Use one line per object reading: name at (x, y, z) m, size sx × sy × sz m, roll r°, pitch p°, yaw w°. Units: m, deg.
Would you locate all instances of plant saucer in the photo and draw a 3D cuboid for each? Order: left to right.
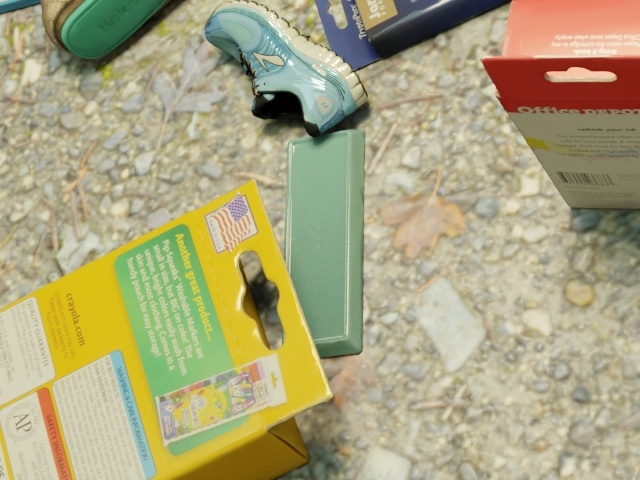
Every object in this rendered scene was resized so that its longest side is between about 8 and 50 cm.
plant saucer at (0.000, 0.000, 1.435) m, size 0.067 × 0.018 × 0.192 m, roll -9°, pitch 64°, yaw 21°

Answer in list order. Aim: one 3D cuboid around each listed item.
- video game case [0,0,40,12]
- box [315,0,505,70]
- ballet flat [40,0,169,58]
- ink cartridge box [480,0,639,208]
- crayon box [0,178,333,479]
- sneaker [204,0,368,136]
video game case at (-0.300, -0.282, 1.704) m, size 0.119 × 0.015 × 0.166 m, roll -12°, pitch 62°, yaw 19°
box at (0.094, -0.237, 1.495) m, size 0.225 × 0.036 × 0.136 m, roll -25°, pitch 59°, yaw 13°
ballet flat at (-0.116, -0.282, 1.572) m, size 0.316 × 0.107 × 0.106 m, roll -32°, pitch 50°, yaw 5°
ink cartridge box at (0.207, -0.101, 1.262) m, size 0.134 × 0.231 × 0.078 m, roll 2°, pitch 67°, yaw 25°
crayon box at (-0.146, 0.118, 1.405) m, size 0.323 × 0.083 × 0.203 m, roll -27°, pitch 58°, yaw 11°
sneaker at (-0.041, -0.137, 1.486) m, size 0.162 × 0.063 × 0.073 m, roll 34°, pitch 76°, yaw 33°
